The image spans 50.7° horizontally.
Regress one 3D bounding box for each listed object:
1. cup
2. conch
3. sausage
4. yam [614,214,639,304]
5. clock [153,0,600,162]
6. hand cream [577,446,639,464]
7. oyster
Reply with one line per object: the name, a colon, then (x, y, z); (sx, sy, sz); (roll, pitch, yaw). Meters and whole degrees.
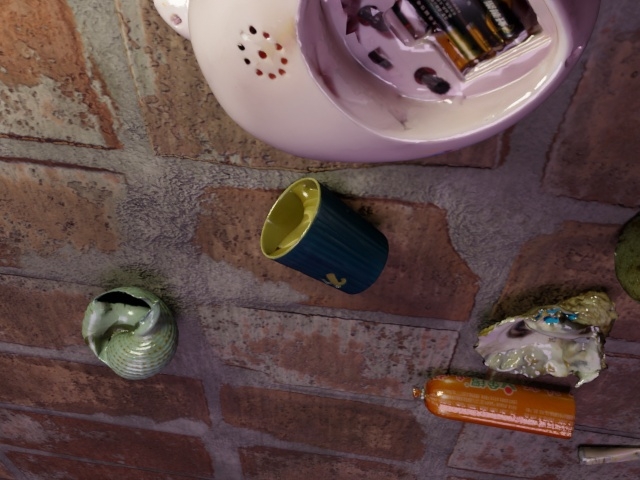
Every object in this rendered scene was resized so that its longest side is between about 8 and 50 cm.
cup: (0.000, 0.000, 1.016); (0.155, 0.131, 0.176); (31, 166, -28)
conch: (-0.341, 0.162, 1.274); (0.172, 0.131, 0.200); (37, 110, 8)
sausage: (0.338, 0.323, 1.338); (0.312, 0.093, 0.093); (9, 141, 4)
yam: (0.547, 0.062, 0.925); (0.254, 0.154, 0.154); (21, 140, -9)
clock: (0.046, -0.218, 0.625); (0.376, 0.250, 0.368); (-24, 129, 35)
hand cream: (0.647, 0.479, 1.500); (0.143, 0.039, 0.061); (-5, 136, 11)
oyster: (0.376, 0.166, 1.148); (0.223, 0.083, 0.214); (6, 138, 14)
